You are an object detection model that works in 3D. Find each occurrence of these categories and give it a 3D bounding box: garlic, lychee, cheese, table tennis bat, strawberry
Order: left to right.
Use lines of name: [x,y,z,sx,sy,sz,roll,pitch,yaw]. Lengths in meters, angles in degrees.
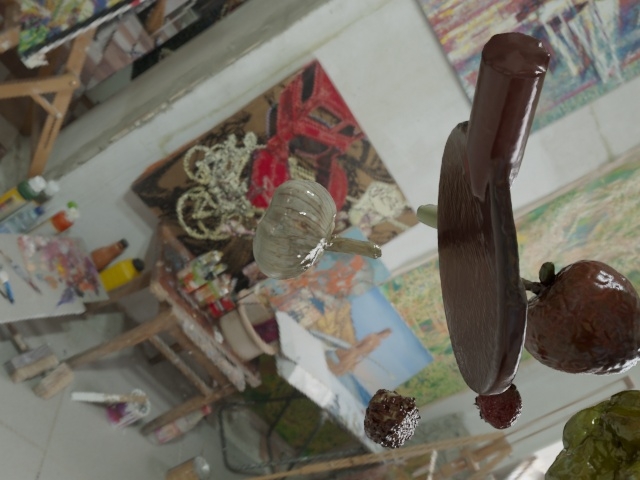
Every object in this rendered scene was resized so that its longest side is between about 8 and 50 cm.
garlic: [0.000,0.000,1.201,0.225,0.199,0.199,21,17,2]
cheese: [0.289,-0.042,1.404,0.235,0.127,0.050,-126,-146,-67]
table tennis bat: [0.155,-0.012,0.650,0.415,0.051,0.268,85,0,-51]
strawberry: [0.383,0.346,1.409,0.106,0.106,0.106,54,16,-23]
lychee: [0.539,0.158,1.404,0.300,0.255,0.255,51,11,20]

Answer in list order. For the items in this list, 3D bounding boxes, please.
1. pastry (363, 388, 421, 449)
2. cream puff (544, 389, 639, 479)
pastry: [0.145,0.369,1.378,0.097,0.115,0.208,27,-17,22]
cream puff: [0.526,0.397,1.019,0.291,0.257,0.324,41,53,2]
